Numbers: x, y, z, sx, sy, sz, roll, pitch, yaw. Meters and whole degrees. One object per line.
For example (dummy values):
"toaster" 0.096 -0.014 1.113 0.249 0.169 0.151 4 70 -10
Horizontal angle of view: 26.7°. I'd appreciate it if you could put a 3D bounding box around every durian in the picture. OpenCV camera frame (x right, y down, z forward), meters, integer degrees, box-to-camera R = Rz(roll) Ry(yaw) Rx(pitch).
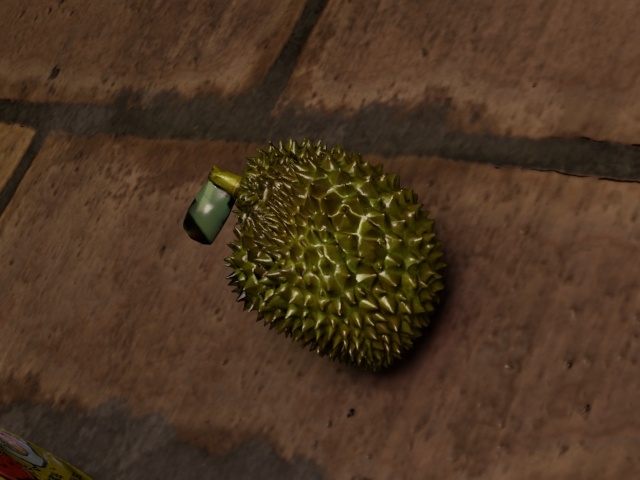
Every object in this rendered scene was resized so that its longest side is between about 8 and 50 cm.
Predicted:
"durian" 0.013 0.002 0.993 0.146 0.159 0.198 -49 45 14

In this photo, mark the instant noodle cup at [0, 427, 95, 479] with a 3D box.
"instant noodle cup" -0.253 0.236 1.031 0.182 0.182 0.144 28 86 47
